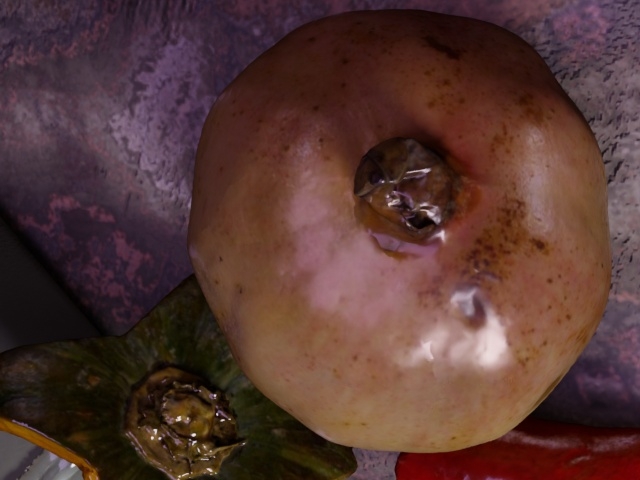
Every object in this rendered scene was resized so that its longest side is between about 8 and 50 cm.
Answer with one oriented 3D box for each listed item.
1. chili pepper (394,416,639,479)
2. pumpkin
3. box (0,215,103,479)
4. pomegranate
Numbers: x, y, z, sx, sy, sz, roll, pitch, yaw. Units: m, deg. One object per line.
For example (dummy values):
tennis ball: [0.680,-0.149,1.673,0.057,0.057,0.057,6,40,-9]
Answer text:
chili pepper: [0.231,0.212,0.933,0.338,0.131,0.135,9,112,23]
pumpkin: [-0.136,0.161,1.031,0.258,0.290,0.095,53,144,14]
box: [-0.384,0.177,1.213,0.344,0.177,0.352,48,116,15]
pomegranate: [0.062,-0.013,0.864,0.338,0.338,0.338,5,101,26]
